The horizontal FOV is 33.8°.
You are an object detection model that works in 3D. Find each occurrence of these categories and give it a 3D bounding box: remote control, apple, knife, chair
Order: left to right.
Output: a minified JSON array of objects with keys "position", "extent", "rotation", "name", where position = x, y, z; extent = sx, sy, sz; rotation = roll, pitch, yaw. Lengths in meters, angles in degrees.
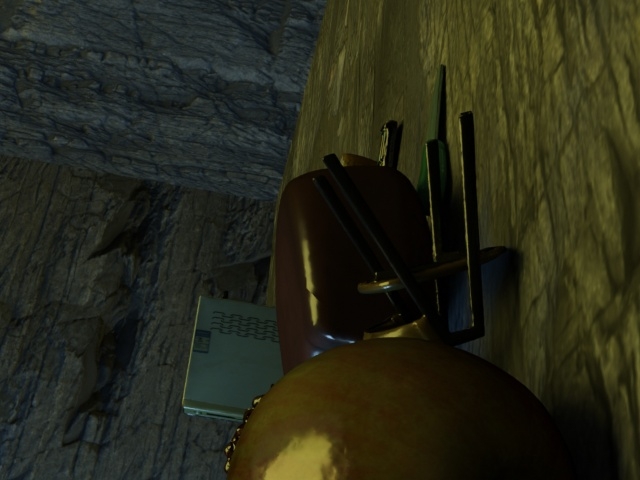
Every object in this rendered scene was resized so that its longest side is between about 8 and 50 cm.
[{"position":[0.097,-0.085,1.663],"extent":[0.059,0.028,0.212],"rotation":[142,137,-80],"name":"remote control"},{"position":[0.063,0.194,0.745],"extent":[0.233,0.256,0.257],"rotation":[-14,62,46],"name":"apple"},{"position":[0.090,0.027,1.013],"extent":[0.159,0.172,0.247],"rotation":[145,106,-84],"name":"chair"},{"position":[0.146,-0.128,1.354],"extent":[0.063,0.034,0.260],"rotation":[103,178,-47],"name":"knife"}]

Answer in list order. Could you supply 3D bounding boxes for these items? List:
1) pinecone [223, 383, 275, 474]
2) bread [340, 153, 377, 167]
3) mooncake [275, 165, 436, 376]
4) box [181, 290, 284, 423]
[{"position":[-0.035,0.322,1.484],"extent":[0.221,0.221,0.222],"rotation":[-170,90,-83],"name":"pinecone"},{"position":[0.060,-0.098,1.814],"extent":[0.083,0.070,0.077],"rotation":[-84,9,-50],"name":"bread"},{"position":[0.043,0.073,1.244],"extent":[0.334,0.174,0.326],"rotation":[-121,31,-68],"name":"mooncake"},{"position":[-0.078,0.197,1.698],"extent":[0.045,0.270,0.211],"rotation":[123,155,-72],"name":"box"}]
